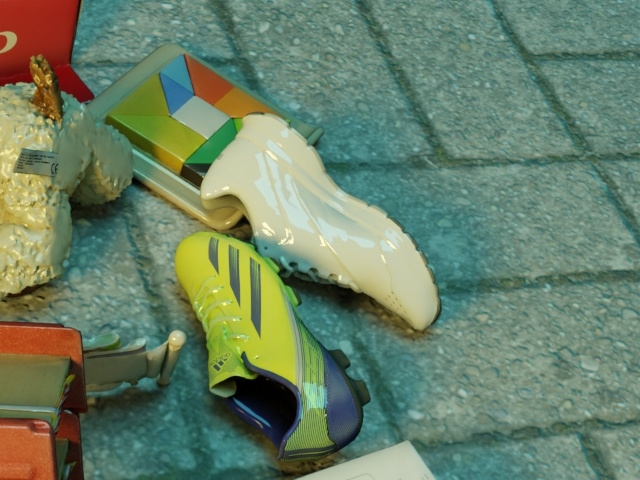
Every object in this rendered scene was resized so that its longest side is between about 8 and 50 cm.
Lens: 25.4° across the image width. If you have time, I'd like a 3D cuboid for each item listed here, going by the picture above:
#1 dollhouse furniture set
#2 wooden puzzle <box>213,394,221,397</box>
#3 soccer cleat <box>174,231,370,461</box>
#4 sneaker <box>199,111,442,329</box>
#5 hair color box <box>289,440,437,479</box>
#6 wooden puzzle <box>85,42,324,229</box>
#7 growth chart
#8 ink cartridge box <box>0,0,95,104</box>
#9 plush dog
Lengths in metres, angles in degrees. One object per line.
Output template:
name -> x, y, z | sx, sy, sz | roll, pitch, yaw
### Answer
dollhouse furniture set -> -0.369, 0.160, 1.074 | 0.374, 0.152, 0.201 | 3, 18, -2
wooden puzzle -> -0.039, 0.156, 1.379 | 0.116, 0.014, 0.078 | 23, 39, 5
soccer cleat -> -0.072, 0.094, 1.355 | 0.121, 0.093, 0.289 | -18, 51, -33
sneaker -> 0.000, 0.000, 1.499 | 0.297, 0.111, 0.129 | 40, 76, 9
hair color box -> -0.035, 0.303, 1.158 | 0.347, 0.105, 0.174 | -14, 49, -29
wooden puzzle -> -0.143, -0.130, 1.616 | 0.238, 0.044, 0.221 | 29, 44, 12
growth chart -> -0.233, 0.112, 1.259 | 0.237, 0.172, 0.021 | -3, 70, -18
ink cartridge box -> -0.434, -0.252, 1.583 | 0.309, 0.130, 0.272 | -20, 55, -34
plush dog -> -0.342, -0.089, 1.425 | 0.225, 0.211, 0.262 | 4, 39, 20
